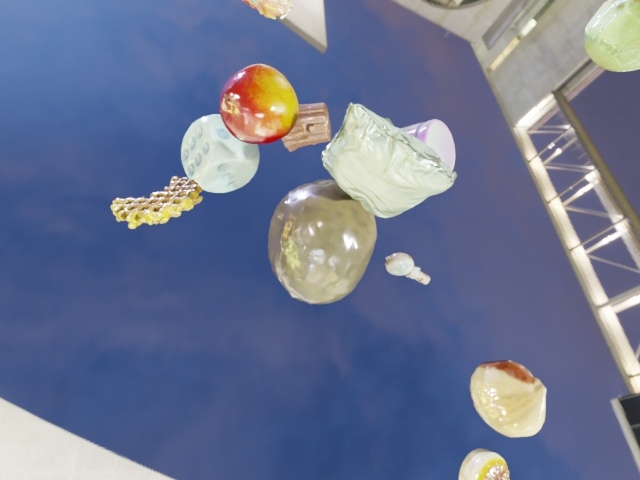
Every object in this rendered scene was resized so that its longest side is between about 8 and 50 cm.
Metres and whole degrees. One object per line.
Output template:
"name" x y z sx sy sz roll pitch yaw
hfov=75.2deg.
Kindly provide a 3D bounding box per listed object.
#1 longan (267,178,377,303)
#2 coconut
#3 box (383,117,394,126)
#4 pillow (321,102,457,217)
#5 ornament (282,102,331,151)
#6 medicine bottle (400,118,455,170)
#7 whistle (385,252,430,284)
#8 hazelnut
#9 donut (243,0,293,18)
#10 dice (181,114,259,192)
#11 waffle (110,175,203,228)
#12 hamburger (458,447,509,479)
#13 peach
"longan" 0.000 -0.009 1.477 0.404 0.404 0.436 30 -130 -9
"coconut" 0.896 -0.605 1.178 0.204 0.236 0.236 36 -135 -21
"box" 0.170 -0.257 1.303 0.155 0.149 0.231 -6 -132 -16
"pillow" 0.138 -0.183 1.014 0.283 0.310 0.138 36 -109 -8
"ornament" -0.070 -0.540 1.940 0.218 0.235 0.221 -7 -159 8
"medicine bottle" 0.304 -0.306 1.534 0.212 0.325 0.212 4 -96 -44
"whistle" 0.336 0.107 1.604 0.220 0.107 0.057 29 -135 -22
"hazelnut" 0.634 0.520 1.387 0.261 0.241 0.261 36 -142 -35
"donut" -0.051 -0.509 0.756 0.085 0.233 0.199 43 -169 -50
"dice" -0.463 -0.397 1.916 0.262 0.268 0.264 0 -121 -48
"waffle" -0.538 -0.126 1.401 0.293 0.069 0.260 -30 -143 -27
"hamburger" 0.399 0.580 1.001 0.126 0.081 0.141 9 -87 -28
"peach" -0.152 -0.315 0.980 0.197 0.197 0.197 16 -129 -21
